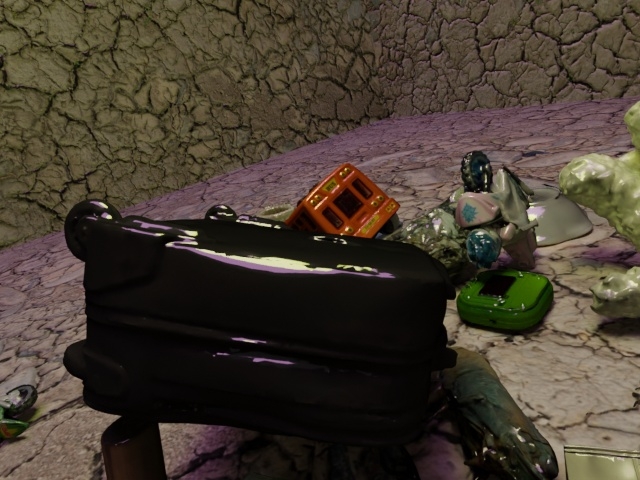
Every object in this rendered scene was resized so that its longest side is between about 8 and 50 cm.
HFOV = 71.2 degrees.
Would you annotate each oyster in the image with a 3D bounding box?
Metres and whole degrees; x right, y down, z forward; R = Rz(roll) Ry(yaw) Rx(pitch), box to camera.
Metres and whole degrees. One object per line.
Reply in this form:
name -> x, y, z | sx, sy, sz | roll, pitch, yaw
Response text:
oyster -> 0.184, 0.022, 0.842 | 0.351, 0.158, 0.162 | -41, 55, -21

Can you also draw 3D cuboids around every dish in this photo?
dish -> 0.463, -0.067, 0.971 | 0.230, 0.081, 0.229 | -12, 21, 5

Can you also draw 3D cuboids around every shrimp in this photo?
shrimp -> 0.134, 0.202, 0.491 | 0.178, 0.075, 0.289 | -21, 21, 2

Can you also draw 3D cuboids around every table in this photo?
table -> 0.232, 0.224, 0.351 | 0.063, 0.079, 0.083 | -6, 23, 26

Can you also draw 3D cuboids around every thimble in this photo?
thimble -> -0.123, -0.050, 1.287 | 0.115, 0.090, 0.102 | -17, 20, -7

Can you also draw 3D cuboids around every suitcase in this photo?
suitcase -> -0.032, 0.062, 0.480 | 0.340, 0.188, 0.345 | 6, 3, 8

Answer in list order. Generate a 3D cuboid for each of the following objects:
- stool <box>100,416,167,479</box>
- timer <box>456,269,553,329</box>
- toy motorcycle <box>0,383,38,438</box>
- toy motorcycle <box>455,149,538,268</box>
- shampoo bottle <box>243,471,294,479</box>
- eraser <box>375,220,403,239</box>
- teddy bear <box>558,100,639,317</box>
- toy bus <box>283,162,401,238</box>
stool -> -0.146, 0.275, 0.312 | 0.272, 0.178, 0.272 | -12, 19, 4
timer -> 0.293, 0.089, 0.713 | 0.128, 0.047, 0.140 | 5, 25, 42
toy motorcycle -> -0.551, 0.289, 0.700 | 0.190, 0.074, 0.106 | -16, 30, -10
toy motorcycle -> 0.301, -0.015, 0.773 | 0.108, 0.239, 0.204 | -38, 22, 54
shampoo bottle -> 0.006, 0.266, 0.439 | 0.191, 0.041, 0.069 | -2, 28, 29
eraser -> 0.102, 0.006, 1.075 | 0.225, 0.036, 0.082 | -27, 26, -34
teddy bear -> 0.454, -0.015, 0.526 | 0.362, 0.375, 0.327 | -10, -31, -49
toy bus -> 0.000, 0.000, 0.808 | 0.143, 0.153, 0.329 | -46, 1, -25
